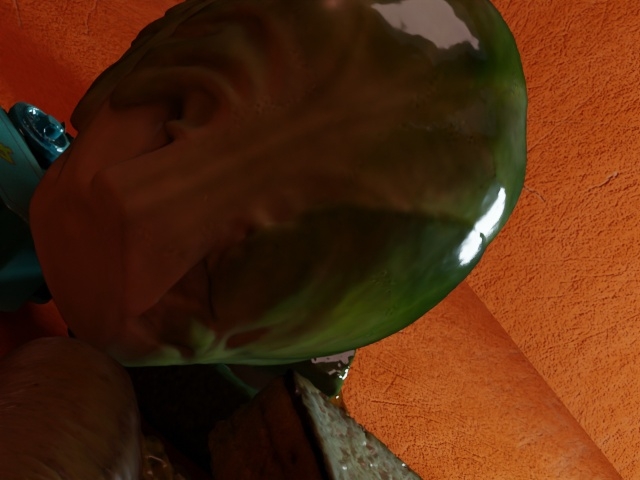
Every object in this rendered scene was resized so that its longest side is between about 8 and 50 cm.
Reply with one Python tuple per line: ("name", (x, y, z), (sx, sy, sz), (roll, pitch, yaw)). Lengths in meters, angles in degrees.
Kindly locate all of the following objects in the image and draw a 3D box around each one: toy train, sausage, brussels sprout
("toy train", (-0.244, -0.035, 1.225), (0.198, 0.107, 0.154), (55, 19, 22))
("sausage", (-0.168, 0.150, 0.851), (0.136, 0.123, 0.501), (20, 12, 1))
("brussels sprout", (-0.029, -0.049, 1.143), (0.289, 0.355, 0.281), (5, -62, 60))

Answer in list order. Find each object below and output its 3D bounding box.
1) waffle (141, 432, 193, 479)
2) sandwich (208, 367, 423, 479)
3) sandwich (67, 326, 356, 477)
("waffle", (-0.112, 0.195, 1.130), (0.191, 0.038, 0.191), (48, 9, -10))
("sandwich", (0.056, 0.247, 1.069), (0.273, 0.095, 0.249), (43, 14, -28))
("sandwich", (-0.033, 0.127, 1.316), (0.250, 0.162, 0.301), (40, -2, 31))
